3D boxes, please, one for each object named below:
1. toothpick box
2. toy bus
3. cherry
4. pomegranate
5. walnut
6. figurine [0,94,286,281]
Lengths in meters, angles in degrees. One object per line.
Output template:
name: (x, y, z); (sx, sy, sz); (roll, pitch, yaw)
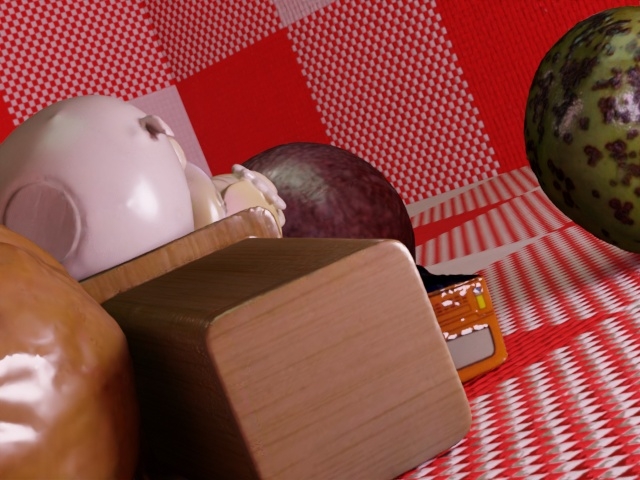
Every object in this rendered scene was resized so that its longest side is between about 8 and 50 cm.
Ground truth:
toothpick box: (-0.040, 0.089, 1.094); (0.187, 0.190, 0.308); (-23, 9, -20)
toy bus: (0.029, 0.084, 1.354); (0.093, 0.092, 0.409); (-21, 3, -21)
cherry: (0.000, 0.000, 1.763); (0.203, 0.230, 0.300); (-25, 21, -24)
pomegranate: (0.318, -0.120, 1.400); (0.254, 0.271, 0.254); (14, 13, -3)
walnut: (-0.312, 0.133, 1.002); (0.397, 0.308, 0.354); (-17, 29, -33)
figurine: (-0.133, 0.010, 1.385); (0.226, 0.274, 0.394); (-41, -15, 17)
